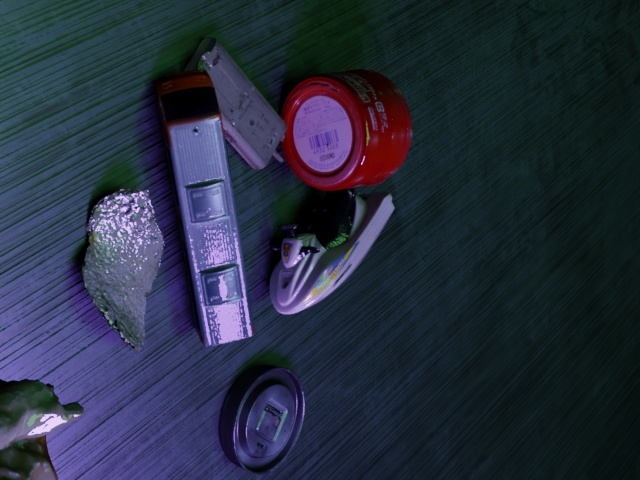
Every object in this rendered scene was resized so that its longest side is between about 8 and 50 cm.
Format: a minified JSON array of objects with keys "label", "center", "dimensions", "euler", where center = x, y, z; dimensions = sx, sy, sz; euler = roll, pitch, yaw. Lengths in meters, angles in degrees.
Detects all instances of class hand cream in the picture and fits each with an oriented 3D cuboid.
[{"label":"hand cream","center":[0.038,-0.177,1.815],"dimensions":[0.125,0.193,0.193],"euler":[-13,110,-48]}]

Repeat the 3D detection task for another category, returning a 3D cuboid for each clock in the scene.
[{"label":"clock","center":[-0.097,0.297,1.893],"dimensions":[0.184,0.040,0.184],"euler":[-17,112,-49]}]

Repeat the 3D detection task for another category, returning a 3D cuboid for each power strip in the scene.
[{"label":"power strip","center":[-0.122,-0.196,1.729],"dimensions":[0.268,0.034,0.092],"euler":[48,62,-46]}]

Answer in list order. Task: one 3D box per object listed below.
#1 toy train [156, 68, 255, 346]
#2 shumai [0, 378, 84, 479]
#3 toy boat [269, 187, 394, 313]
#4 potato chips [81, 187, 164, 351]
[{"label":"toy train","center":[-0.166,-0.041,1.656],"dimensions":[0.086,0.089,0.409],"euler":[-12,115,-12]},{"label":"shumai","center":[-0.414,0.281,1.262],"dimensions":[0.324,0.397,0.323],"euler":[-49,172,25]},{"label":"toy boat","center":[0.006,0.001,1.872],"dimensions":[0.269,0.141,0.141],"euler":[-42,130,-35]},{"label":"potato chips","center":[-0.269,0.042,1.592],"dimensions":[0.167,0.059,0.228],"euler":[12,85,-59]}]
